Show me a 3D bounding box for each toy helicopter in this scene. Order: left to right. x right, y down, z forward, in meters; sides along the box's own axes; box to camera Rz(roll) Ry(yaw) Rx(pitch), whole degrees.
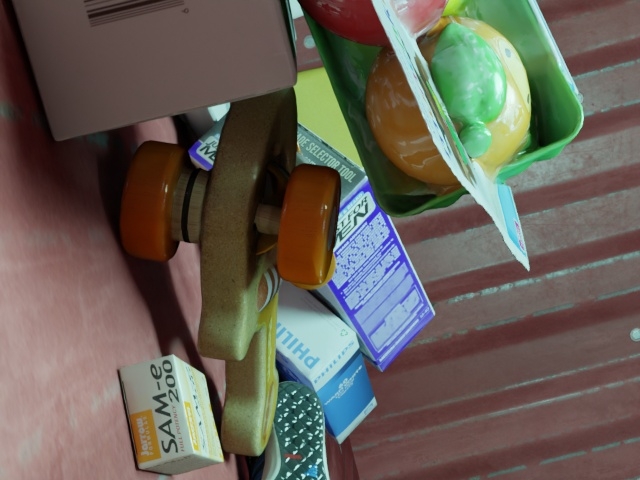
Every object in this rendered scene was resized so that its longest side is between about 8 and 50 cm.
[{"bbox_3d":[-0.054,0.027,0.912,0.235,0.140,0.355,-75,172,-51],"label":"toy helicopter"}]

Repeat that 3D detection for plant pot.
[{"bbox_3d":[-0.028,-0.135,1.558,0.212,0.187,0.212,63,4,-6],"label":"plant pot"}]

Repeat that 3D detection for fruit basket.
[{"bbox_3d":[0.065,-0.162,0.742,0.353,0.165,0.327,46,22,-70],"label":"fruit basket"}]

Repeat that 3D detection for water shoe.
[{"bbox_3d":[-0.030,0.230,1.027,0.080,0.073,0.203,118,-17,-50],"label":"water shoe"}]

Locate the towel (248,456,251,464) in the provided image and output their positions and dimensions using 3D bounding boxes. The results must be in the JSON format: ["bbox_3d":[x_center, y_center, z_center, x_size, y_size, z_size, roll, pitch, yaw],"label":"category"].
[{"bbox_3d":[-0.025,0.308,1.190,0.243,0.040,0.336,65,11,-77],"label":"towel"}]

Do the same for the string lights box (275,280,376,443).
[{"bbox_3d":[-0.016,0.140,1.336,0.133,0.077,0.260,40,-14,22],"label":"string lights box"}]

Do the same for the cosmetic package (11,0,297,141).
[{"bbox_3d":[-0.109,-0.201,0.792,0.365,0.155,0.197,-92,169,-75],"label":"cosmetic package"}]

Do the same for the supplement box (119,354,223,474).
[{"bbox_3d":[-0.091,0.111,0.709,0.098,0.036,0.062,67,8,-76],"label":"supplement box"}]

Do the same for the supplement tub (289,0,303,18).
[{"bbox_3d":[-0.066,-0.358,1.167,0.272,0.191,0.191,-102,177,-55],"label":"supplement tub"}]

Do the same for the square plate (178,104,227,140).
[{"bbox_3d":[-0.169,-0.280,1.209,0.344,0.049,0.347,72,4,-71],"label":"square plate"}]

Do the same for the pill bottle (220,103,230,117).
[{"bbox_3d":[-0.095,-0.124,1.387,0.103,0.103,0.184,70,6,-72],"label":"pill bottle"}]

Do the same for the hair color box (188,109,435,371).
[{"bbox_3d":[0.000,0.000,1.264,0.185,0.110,0.339,38,-12,31],"label":"hair color box"}]
